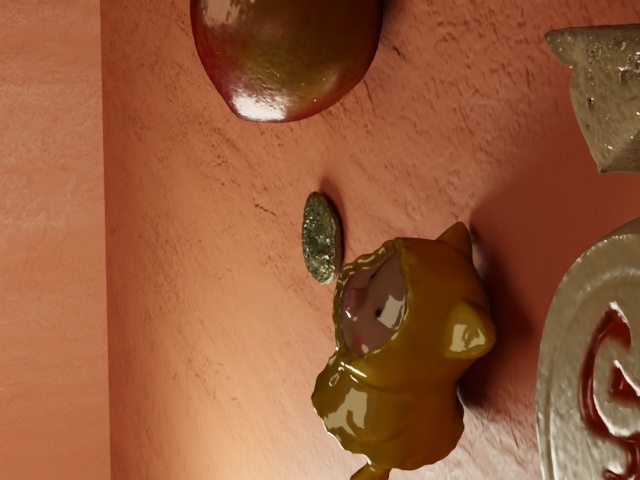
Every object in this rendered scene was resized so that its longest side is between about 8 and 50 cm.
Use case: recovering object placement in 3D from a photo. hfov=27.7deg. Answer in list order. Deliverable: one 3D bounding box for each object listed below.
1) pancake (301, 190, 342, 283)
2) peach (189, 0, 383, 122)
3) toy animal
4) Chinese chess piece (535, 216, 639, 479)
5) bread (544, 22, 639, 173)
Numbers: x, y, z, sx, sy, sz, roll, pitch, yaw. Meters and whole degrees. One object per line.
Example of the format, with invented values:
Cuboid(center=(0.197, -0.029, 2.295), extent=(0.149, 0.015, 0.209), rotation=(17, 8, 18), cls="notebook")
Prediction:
Cuboid(center=(0.000, 0.000, 1.407), extent=(0.108, 0.017, 0.108), rotation=(172, 90, -70), cls="pancake")
Cuboid(center=(-0.035, -0.203, 1.212), extent=(0.197, 0.197, 0.197), rotation=(175, 90, -71), cls="peach")
Cuboid(center=(0.069, 0.104, 1.074), extent=(0.156, 0.156, 0.230), rotation=(-115, 37, -45), cls="toy animal")
Cuboid(center=(0.215, 0.113, 0.695), extent=(0.273, 0.102, 0.273), rotation=(175, 90, -71), cls="Chinese chess piece")
Cuboid(center=(0.200, -0.112, 0.721), extent=(0.152, 0.077, 0.105), rotation=(125, 136, -59), cls="bread")
